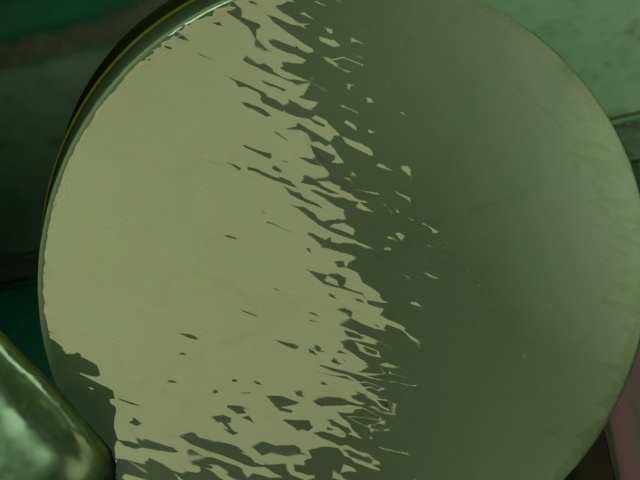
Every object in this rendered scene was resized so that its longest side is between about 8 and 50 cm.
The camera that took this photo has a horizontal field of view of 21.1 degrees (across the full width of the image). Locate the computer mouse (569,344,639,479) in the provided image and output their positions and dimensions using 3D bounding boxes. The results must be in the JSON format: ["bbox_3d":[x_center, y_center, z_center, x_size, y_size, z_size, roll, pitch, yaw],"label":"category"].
[{"bbox_3d":[0.195,0.119,0.777,0.158,0.072,0.310,-11,108,9],"label":"computer mouse"}]

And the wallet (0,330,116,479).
[{"bbox_3d":[-0.216,0.025,0.672,0.360,0.083,0.252,43,149,11],"label":"wallet"}]

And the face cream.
[{"bbox_3d":[0.000,0.000,0.683,0.218,0.179,0.218,-1,100,-7],"label":"face cream"}]
